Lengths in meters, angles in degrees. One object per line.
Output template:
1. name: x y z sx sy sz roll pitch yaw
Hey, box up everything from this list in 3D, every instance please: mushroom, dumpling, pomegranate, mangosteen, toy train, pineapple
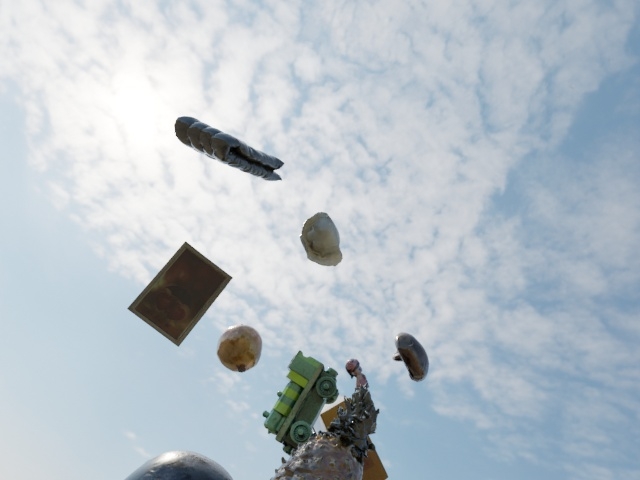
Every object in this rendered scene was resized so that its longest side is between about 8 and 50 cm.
1. mushroom: 0.244 0.313 1.160 0.170 0.080 0.135 143 -72 -83
2. dumpling: 0.000 0.000 1.370 0.127 0.108 0.188 -13 -101 -2
3. pomegranate: -0.319 0.426 1.681 0.191 0.191 0.191 15 -49 19
4. mangosteen: -0.389 0.786 1.175 0.381 0.382 0.435 15 -22 19
5. toy train: -0.044 0.360 0.942 0.132 0.200 0.083 26 -28 17
6. pineapple: 0.026 0.385 0.762 0.157 0.279 0.158 20 -48 24

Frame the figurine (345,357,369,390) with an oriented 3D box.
1. figurine: 0.129 0.489 1.538 0.054 0.072 0.129 -22 -88 27

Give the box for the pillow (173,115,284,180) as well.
1. pillow: -0.280 -0.282 1.340 0.228 0.326 0.101 26 -82 24

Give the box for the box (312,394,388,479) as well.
1. box: 0.059 0.660 1.436 0.265 0.115 0.415 63 -19 8

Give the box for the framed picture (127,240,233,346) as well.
1. framed picture: -0.469 0.178 1.442 0.211 0.290 0.020 38 -17 -3
